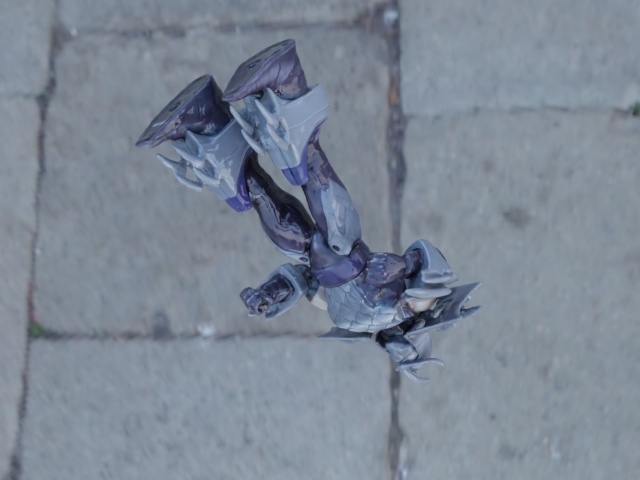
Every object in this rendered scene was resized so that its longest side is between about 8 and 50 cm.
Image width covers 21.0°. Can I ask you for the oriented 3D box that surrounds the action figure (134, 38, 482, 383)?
[{"bbox_3d":[0.000,0.000,1.244,0.285,0.185,0.099,53,42,-21],"label":"action figure"}]
